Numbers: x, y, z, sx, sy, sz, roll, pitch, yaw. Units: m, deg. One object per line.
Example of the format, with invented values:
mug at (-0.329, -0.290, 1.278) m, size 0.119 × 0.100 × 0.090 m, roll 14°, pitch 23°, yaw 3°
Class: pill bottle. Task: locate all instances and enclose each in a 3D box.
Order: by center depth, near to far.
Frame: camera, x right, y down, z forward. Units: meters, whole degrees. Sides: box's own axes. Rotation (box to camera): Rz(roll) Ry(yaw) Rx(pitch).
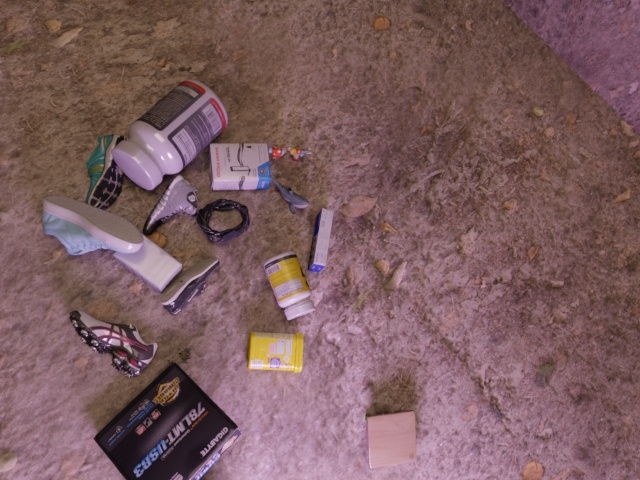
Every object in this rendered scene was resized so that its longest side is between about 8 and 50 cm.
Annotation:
pill bottle at (-0.498, -0.352, 1.597) m, size 0.210 × 0.210 × 0.363 m, roll 38°, pitch 64°, yaw 0°
pill bottle at (-0.101, 0.151, 1.599) m, size 0.119 × 0.119 × 0.208 m, roll -19°, pitch 79°, yaw -19°

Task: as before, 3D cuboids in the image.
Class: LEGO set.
LEGO set at (-0.436, 0.364, 1.500) m, size 0.083 × 0.023 × 0.054 m, roll -17°, pitch 75°, yaw -5°

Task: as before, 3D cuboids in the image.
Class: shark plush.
shark plush at (-0.107, -0.175, 1.729) m, size 0.073 × 0.067 × 0.161 m, roll -37°, pitch 85°, yaw -22°

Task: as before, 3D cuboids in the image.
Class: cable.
cable at (-0.331, -0.075, 1.653) m, size 0.185 × 0.047 × 0.150 m, roll -34°, pitch 76°, yaw -30°

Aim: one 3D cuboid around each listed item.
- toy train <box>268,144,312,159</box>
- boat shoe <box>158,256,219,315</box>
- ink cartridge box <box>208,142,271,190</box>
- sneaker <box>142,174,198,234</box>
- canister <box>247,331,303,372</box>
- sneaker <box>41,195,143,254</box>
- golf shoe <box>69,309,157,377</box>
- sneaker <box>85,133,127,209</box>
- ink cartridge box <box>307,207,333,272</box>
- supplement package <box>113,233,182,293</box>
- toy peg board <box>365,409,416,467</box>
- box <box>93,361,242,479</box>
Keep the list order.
toy train at (-0.119, -0.315, 1.753) m, size 0.167 × 0.125 × 0.046 m, roll 2°, pitch 109°, yaw -24°
boat shoe at (-0.414, 0.142, 1.556) m, size 0.233 × 0.084 × 0.079 m, roll -47°, pitch 127°, yaw -29°
ink cartridge box at (-0.287, -0.262, 1.700) m, size 0.203 × 0.086 × 0.148 m, roll -4°, pitch 74°, yaw -17°
sneaker at (-0.484, -0.096, 1.601) m, size 0.132 × 0.086 × 0.228 m, roll 33°, pitch 80°, yaw -22°
canister at (-0.146, 0.358, 1.547) m, size 0.170 × 0.073 × 0.126 m, roll 6°, pitch 71°, yaw -11°
sneaker at (-0.696, -0.013, 1.463) m, size 0.366 × 0.135 × 0.150 m, roll 23°, pitch 109°, yaw 20°
golf shoe at (-0.625, 0.290, 1.443) m, size 0.273 × 0.105 × 0.120 m, roll 41°, pitch 52°, yaw -5°
sneaker at (-0.719, -0.225, 1.585) m, size 0.110 × 0.107 × 0.275 m, roll 4°, pitch 70°, yaw 12°
ink cartridge box at (0.000, 0.000, 1.685) m, size 0.046 × 0.097 × 0.206 m, roll 13°, pitch 69°, yaw -11°
supplement package at (-0.542, 0.071, 1.517) m, size 0.179 × 0.105 × 0.105 m, roll 38°, pitch 69°, yaw -1°
toy peg board at (0.221, 0.634, 1.563) m, size 0.162 × 0.079 × 0.160 m, roll -2°, pitch 89°, yaw -15°
box at (-0.429, 0.550, 1.357) m, size 0.293 × 0.073 × 0.295 m, roll 36°, pitch 65°, yaw 25°
